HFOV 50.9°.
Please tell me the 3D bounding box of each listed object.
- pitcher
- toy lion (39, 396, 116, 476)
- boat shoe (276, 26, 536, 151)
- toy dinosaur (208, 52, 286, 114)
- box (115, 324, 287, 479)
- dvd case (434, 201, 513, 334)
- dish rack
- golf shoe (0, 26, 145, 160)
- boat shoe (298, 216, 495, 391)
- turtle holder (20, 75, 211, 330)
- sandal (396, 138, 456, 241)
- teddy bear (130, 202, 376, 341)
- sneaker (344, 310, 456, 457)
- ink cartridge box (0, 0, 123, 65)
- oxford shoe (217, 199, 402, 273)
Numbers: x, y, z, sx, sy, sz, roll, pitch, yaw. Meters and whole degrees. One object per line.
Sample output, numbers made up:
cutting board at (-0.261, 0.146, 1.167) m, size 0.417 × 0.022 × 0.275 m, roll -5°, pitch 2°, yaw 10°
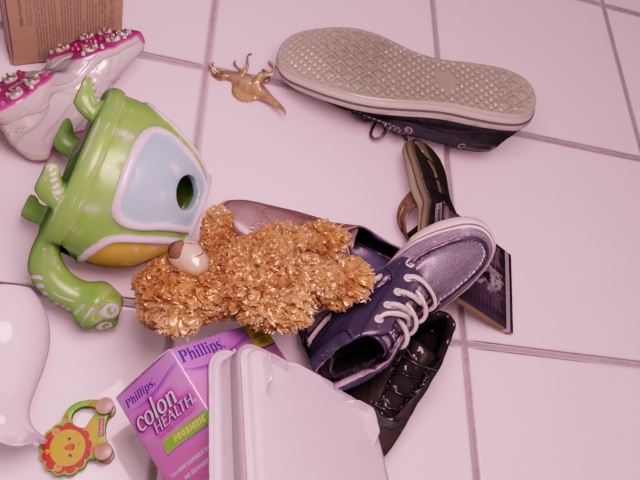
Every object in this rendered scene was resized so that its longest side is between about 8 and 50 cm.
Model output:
pitcher at (-0.450, 0.170, 0.886) m, size 0.178 × 0.125 × 0.207 m, roll -5°, pitch 75°, yaw -4°
toy lion at (-0.331, 0.268, 0.917) m, size 0.096 × 0.034 × 0.100 m, roll -1°, pitch 63°, yaw -10°
boat shoe at (0.156, -0.279, 1.306) m, size 0.501 × 0.156 × 0.186 m, roll 12°, pitch 61°, yaw -3°
toy dinosaur at (-0.124, -0.299, 1.291) m, size 0.183 × 0.053 × 0.092 m, roll 30°, pitch 72°, yaw 8°
box at (-0.105, 0.251, 0.889) m, size 0.243 × 0.117 × 0.213 m, roll 53°, pitch 23°, yaw 14°
dvd case at (0.271, 0.051, 1.184) m, size 0.221 × 0.018 × 0.164 m, roll 31°, pitch 53°, yaw -34°
dish rack at (-0.002, 0.278, 0.790) m, size 0.286 × 0.072 × 0.332 m, roll 34°, pitch 26°, yaw -31°
golf shoe at (-0.409, -0.251, 1.126) m, size 0.115 × 0.140 × 0.306 m, roll 19°, pitch 49°, yaw 36°
boat shoe at (0.124, 0.100, 0.992) m, size 0.341 × 0.158 × 0.127 m, roll -36°, pitch 108°, yaw 9°
turtle holder at (-0.295, -0.056, 0.983) m, size 0.228 × 0.243 × 0.320 m, roll 25°, pitch 46°, yaw -24°
sandal at (0.188, -0.049, 1.231) m, size 0.120 × 0.086 × 0.302 m, roll 29°, pitch 44°, yaw -38°
teddy bear at (-0.085, 0.035, 0.924) m, size 0.338 × 0.113 × 0.245 m, roll 4°, pitch 46°, yaw -14°
sneaker at (0.118, 0.214, 1.037) m, size 0.109 × 0.130 × 0.286 m, roll 34°, pitch 59°, yaw -1°
ink cartridge box at (-0.436, -0.412, 1.130) m, size 0.193 × 0.234 × 0.088 m, roll -13°, pitch 67°, yaw -25°
oxford shoe at (0.000, 0.000, 1.110) m, size 0.364 × 0.132 × 0.129 m, roll 19°, pitch 58°, yaw -8°
